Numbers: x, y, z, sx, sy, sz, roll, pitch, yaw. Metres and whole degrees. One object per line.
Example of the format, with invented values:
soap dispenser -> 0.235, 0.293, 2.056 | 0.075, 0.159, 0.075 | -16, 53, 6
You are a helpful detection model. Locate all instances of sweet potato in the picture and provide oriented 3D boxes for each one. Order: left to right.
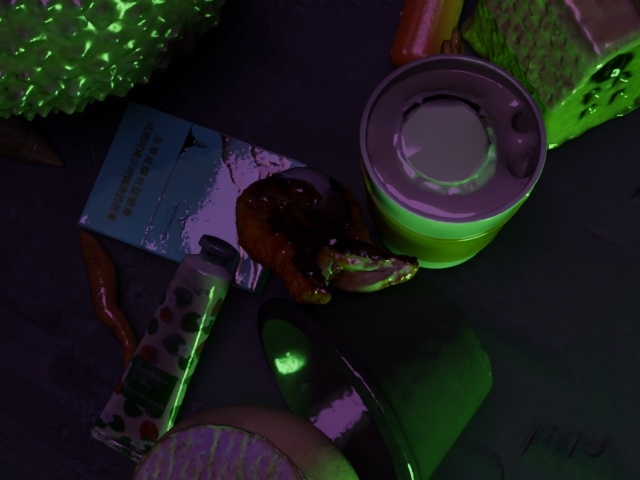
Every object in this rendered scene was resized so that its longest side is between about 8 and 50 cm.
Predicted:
sweet potato -> -0.246, 0.067, 1.558 | 0.044, 0.044, 0.179 | -23, 76, 3

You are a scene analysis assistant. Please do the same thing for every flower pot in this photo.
flower pot -> 0.072, 0.141, 1.419 | 0.166, 0.269, 0.269 | -31, 77, -19

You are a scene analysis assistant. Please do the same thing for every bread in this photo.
bread -> -0.009, 0.001, 1.411 | 0.139, 0.095, 0.269 | -16, 35, -16

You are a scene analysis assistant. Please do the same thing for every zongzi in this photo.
zongzi -> -0.377, -0.189, 1.623 | 0.178, 0.081, 0.189 | 15, 65, -15

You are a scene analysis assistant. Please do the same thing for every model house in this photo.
model house -> 0.259, -0.233, 1.442 | 0.175, 0.234, 0.193 | -28, 76, 2

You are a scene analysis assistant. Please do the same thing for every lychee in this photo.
lychee -> -0.290, -0.324, 1.470 | 0.432, 0.380, 0.380 | -41, 77, 1

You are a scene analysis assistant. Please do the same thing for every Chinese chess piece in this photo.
Chinese chess piece -> -0.079, 0.306, 1.416 | 0.270, 0.112, 0.270 | 2, 95, 26

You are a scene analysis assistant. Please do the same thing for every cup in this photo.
cup -> 0.133, -0.097, 1.434 | 0.185, 0.226, 0.241 | 6, 70, 1

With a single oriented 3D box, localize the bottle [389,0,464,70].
bottle -> 0.112, -0.218, 1.544 | 0.069, 0.069, 0.187 | 17, 84, 11

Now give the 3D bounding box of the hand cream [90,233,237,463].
hand cream -> -0.169, 0.124, 1.516 | 0.095, 0.059, 0.276 | 27, 102, 12

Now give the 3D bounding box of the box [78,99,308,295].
box -> -0.146, -0.050, 1.564 | 0.229, 0.041, 0.162 | 20, 84, 11
